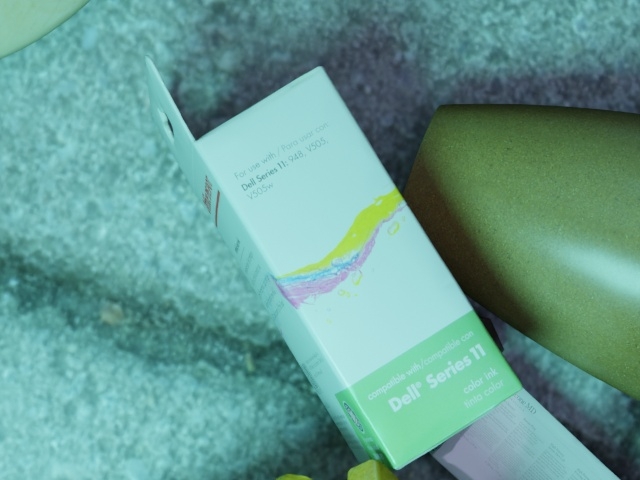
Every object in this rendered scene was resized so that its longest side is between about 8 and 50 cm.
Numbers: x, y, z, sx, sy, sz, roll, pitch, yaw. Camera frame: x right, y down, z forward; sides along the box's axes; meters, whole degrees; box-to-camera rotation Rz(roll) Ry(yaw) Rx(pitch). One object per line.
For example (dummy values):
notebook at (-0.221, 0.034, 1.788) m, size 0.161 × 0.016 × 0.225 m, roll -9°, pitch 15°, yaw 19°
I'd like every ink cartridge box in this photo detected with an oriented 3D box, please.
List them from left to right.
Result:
ink cartridge box at (0.000, 0.000, 1.073) m, size 0.119 × 0.207 × 0.353 m, roll -31°, pitch 86°, yaw -9°

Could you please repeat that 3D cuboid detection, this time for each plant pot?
plant pot at (0.198, -0.017, 1.119) m, size 0.254 × 0.237 × 0.237 m, roll 21°, pitch 89°, yaw 6°

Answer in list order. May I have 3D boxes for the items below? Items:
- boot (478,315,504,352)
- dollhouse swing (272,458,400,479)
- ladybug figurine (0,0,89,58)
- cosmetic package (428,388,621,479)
boot at (0.093, 0.098, 1.190) m, size 0.106 × 0.037 × 0.114 m, roll 40°, pitch 84°, yaw -7°
dollhouse swing at (-0.030, 0.407, 0.963) m, size 0.347 × 0.305 × 0.315 m, roll -30°, pitch 115°, yaw 31°
ladybug figurine at (-0.256, -0.336, 1.069) m, size 0.305 × 0.162 × 0.449 m, roll 31°, pitch 88°, yaw -6°
cosmetic package at (0.210, 0.227, 1.194) m, size 0.239 × 0.060 × 0.099 m, roll 44°, pitch 88°, yaw -6°
